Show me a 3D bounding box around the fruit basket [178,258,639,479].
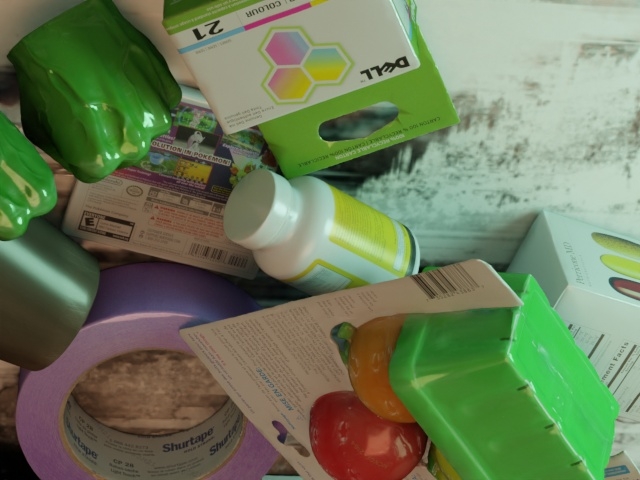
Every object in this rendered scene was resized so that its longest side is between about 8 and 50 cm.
[{"bbox_3d":[0.089,0.154,1.522,0.353,0.165,0.327,-12,127,40],"label":"fruit basket"}]

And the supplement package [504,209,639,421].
[{"bbox_3d":[0.313,0.088,1.618,0.244,0.139,0.134,16,121,-17],"label":"supplement package"}]

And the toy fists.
[{"bbox_3d":[-0.250,-0.091,1.382,0.279,0.096,0.142,-34,91,-26],"label":"toy fists"}]

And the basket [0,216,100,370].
[{"bbox_3d":[-0.333,0.018,1.491,0.227,0.154,0.204,30,122,-28],"label":"basket"}]

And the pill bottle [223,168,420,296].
[{"bbox_3d":[0.000,0.000,1.524,0.184,0.103,0.103,27,117,-36],"label":"pill bottle"}]

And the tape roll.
[{"bbox_3d":[-0.171,0.159,1.637,0.275,0.090,0.275,-3,124,-4],"label":"tape roll"}]

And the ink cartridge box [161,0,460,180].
[{"bbox_3d":[0.002,-0.148,1.403,0.189,0.097,0.255,-18,127,14],"label":"ink cartridge box"}]

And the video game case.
[{"bbox_3d":[-0.130,-0.061,1.537,0.201,0.023,0.183,14,121,-15],"label":"video game case"}]

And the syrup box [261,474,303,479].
[{"bbox_3d":[-0.035,0.324,1.758,0.237,0.096,0.093,4,122,-8],"label":"syrup box"}]
